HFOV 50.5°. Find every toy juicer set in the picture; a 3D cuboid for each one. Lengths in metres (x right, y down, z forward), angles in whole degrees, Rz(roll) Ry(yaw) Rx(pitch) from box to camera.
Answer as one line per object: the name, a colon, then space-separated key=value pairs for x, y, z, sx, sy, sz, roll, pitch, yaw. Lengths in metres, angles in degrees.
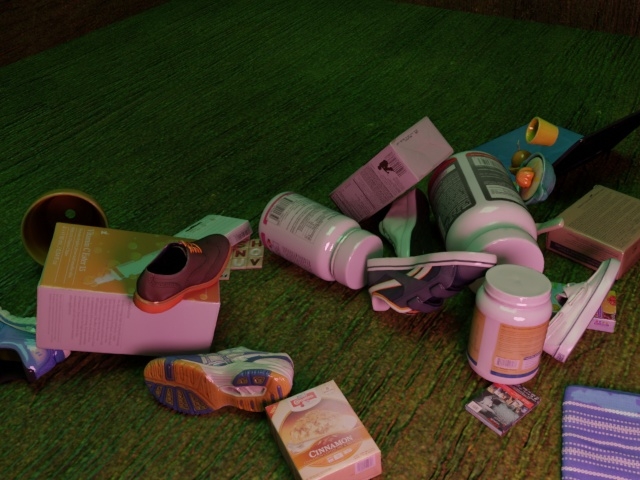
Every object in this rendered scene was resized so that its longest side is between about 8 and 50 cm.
toy juicer set: x=0.513 y=-0.131 z=1.700 sx=0.089 sy=0.209 sz=0.329 roll=14 pitch=58 yaw=-11

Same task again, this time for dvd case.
dvd case: x=0.347 y=0.310 z=1.290 sx=0.119 sy=0.013 sz=0.087 roll=-27 pitch=42 yaw=-30

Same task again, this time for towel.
towel: x=0.535 y=0.385 z=1.147 sx=0.243 sy=0.040 sz=0.336 roll=7 pitch=37 yaw=16

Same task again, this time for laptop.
laptop: x=0.681 y=-0.319 z=1.947 sx=0.381 sy=0.408 sz=0.236 roll=-26 pitch=75 yaw=-26

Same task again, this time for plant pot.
plant pot: x=-0.650 y=-0.047 z=1.743 sx=0.205 sy=0.205 sz=0.188 roll=-14 pitch=22 yaw=-13

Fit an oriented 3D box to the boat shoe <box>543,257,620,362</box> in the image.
boat shoe: x=0.529 y=0.126 z=1.397 sx=0.084 sy=0.095 sz=0.258 roll=31 pitch=67 yaw=23

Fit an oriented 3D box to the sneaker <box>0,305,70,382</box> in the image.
sneaker: x=-0.702 y=0.218 z=1.424 sx=0.329 sy=0.130 sz=0.147 roll=9 pitch=35 yaw=17

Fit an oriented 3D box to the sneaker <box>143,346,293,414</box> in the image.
sneaker: x=-0.196 y=0.269 z=1.347 sx=0.296 sy=0.112 sz=0.131 roll=4 pitch=19 yaw=9

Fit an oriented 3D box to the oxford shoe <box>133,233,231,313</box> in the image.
oxford shoe: x=-0.257 y=0.042 z=1.345 sx=0.096 sy=0.099 sz=0.271 roll=27 pitch=35 yaw=13

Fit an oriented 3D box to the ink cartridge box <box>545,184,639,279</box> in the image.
ink cartridge box: x=0.699 y=-0.026 z=1.655 sx=0.234 sy=0.088 sz=0.193 roll=-31 pitch=42 yaw=-31

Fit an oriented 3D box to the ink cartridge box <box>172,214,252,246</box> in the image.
ink cartridge box: x=-0.288 y=-0.012 z=1.775 sx=0.179 sy=0.045 sz=0.145 roll=7 pitch=34 yaw=46

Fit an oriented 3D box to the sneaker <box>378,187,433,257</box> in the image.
sneaker: x=0.207 y=0.001 z=1.686 sx=0.123 sy=0.106 sz=0.290 roll=-25 pitch=34 yaw=30

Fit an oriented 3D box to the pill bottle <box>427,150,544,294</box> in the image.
pill bottle: x=0.385 y=-0.041 z=1.603 sx=0.210 sy=0.210 sz=0.363 roll=-4 pitch=36 yaw=0

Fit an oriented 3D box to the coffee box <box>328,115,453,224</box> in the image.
coffee box: x=0.173 y=-0.167 z=1.727 sx=0.168 sy=0.297 sz=0.119 roll=-39 pitch=91 yaw=-37

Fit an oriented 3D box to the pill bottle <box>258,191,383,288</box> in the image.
pill bottle: x=0.000 y=0.000 z=1.626 sx=0.283 sy=0.161 sz=0.160 roll=27 pitch=46 yaw=35

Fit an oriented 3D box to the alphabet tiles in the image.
alphabet tiles: x=-0.263 y=0.038 z=1.730 sx=0.237 sy=0.009 sz=0.198 roll=-3 pitch=36 yaw=2

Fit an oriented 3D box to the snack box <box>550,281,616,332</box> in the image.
snack box: x=0.565 y=0.143 z=1.476 sx=0.141 sy=0.037 sz=0.100 roll=8 pitch=38 yaw=17

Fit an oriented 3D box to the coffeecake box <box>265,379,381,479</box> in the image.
coffeecake box: x=0.002 y=0.356 z=1.214 sx=0.142 sy=0.068 sz=0.185 roll=-19 pitch=38 yaw=-18

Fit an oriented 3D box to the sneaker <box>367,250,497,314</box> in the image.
sneaker: x=0.232 y=0.092 z=1.434 sx=0.126 sy=0.128 sz=0.321 roll=8 pitch=-11 yaw=-40

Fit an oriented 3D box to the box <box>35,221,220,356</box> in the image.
box: x=-0.397 y=0.108 z=1.429 sx=0.345 sy=0.168 sz=0.215 roll=7 pitch=35 yaw=-16

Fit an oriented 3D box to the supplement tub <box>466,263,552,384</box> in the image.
supplement tub: x=0.367 y=0.162 z=1.319 sx=0.144 sy=0.200 sz=0.144 roll=2 pitch=29 yaw=-1
